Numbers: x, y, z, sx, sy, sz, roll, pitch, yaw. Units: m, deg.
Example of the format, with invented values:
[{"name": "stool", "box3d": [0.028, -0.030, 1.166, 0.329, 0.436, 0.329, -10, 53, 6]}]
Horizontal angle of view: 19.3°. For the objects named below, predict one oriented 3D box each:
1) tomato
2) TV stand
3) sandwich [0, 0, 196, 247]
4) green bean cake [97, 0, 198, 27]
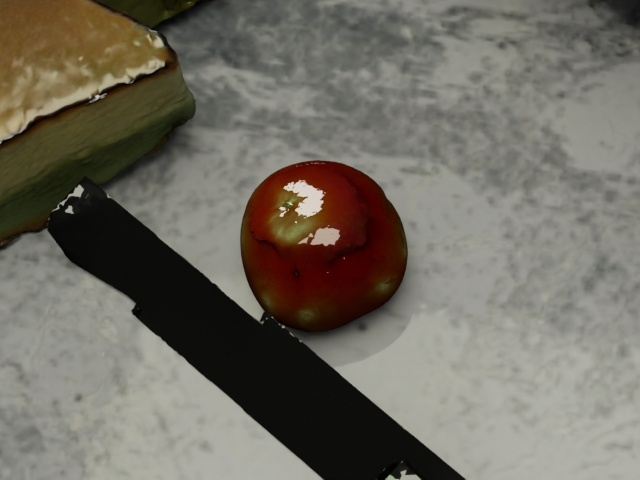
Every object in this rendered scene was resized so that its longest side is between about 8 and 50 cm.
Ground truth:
[{"name": "tomato", "box3d": [0.000, 0.000, 0.944, 0.087, 0.075, 0.087, -4, 66, 9]}, {"name": "TV stand", "box3d": [-0.033, 0.061, 0.938, 0.256, 0.049, 0.040, 39, 79, 19]}, {"name": "sandwich", "box3d": [-0.197, -0.096, 0.987, 0.220, 0.108, 0.186, -26, 69, -1]}, {"name": "green bean cake", "box3d": [-0.097, -0.255, 1.030, 0.236, 0.124, 0.233, -31, 68, -5]}]
